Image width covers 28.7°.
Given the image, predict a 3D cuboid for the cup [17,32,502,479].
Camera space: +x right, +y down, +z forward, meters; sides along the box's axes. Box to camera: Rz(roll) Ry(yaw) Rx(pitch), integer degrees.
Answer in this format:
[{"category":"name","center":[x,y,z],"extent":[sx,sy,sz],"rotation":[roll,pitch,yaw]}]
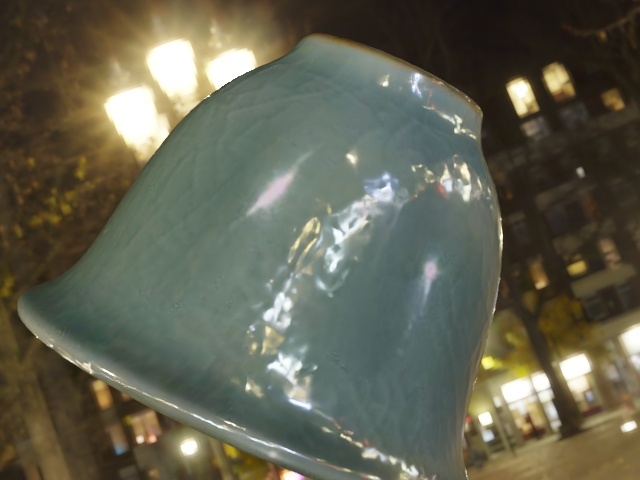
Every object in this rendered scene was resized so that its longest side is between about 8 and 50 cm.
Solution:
[{"category":"cup","center":[0.000,0.000,0.507],"extent":[0.150,0.199,0.199],"rotation":[-65,-14,0]}]
